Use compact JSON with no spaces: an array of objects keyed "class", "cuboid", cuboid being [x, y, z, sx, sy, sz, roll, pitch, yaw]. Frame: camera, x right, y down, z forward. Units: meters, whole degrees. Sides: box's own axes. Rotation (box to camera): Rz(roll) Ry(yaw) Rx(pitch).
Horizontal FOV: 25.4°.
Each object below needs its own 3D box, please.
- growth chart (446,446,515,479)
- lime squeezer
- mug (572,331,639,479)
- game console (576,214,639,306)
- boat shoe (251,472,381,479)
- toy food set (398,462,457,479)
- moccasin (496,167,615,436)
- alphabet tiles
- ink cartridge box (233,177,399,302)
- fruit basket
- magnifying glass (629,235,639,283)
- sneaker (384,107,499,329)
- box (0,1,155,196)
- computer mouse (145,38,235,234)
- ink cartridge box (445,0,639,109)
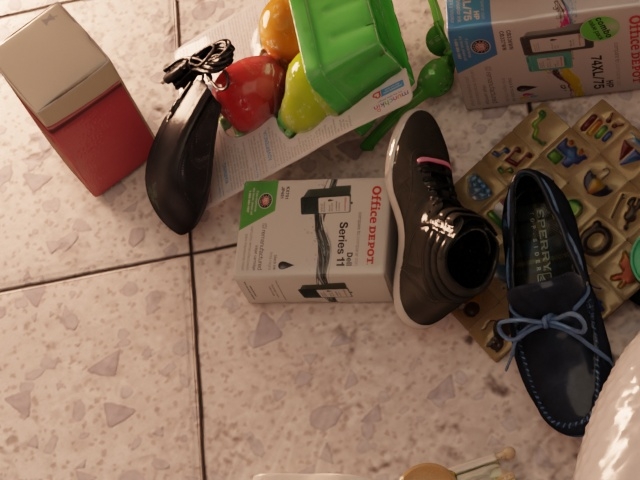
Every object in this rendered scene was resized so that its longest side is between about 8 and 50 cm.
[{"class":"growth chart","cuboid":[0.175,0.374,1.700,0.172,0.021,0.237,-15,60,7]},{"class":"lime squeezer","cuboid":[0.151,-0.261,2.040,0.110,0.059,0.310,-8,57,46]},{"class":"mug","cuboid":[0.466,0.266,1.564,0.374,0.276,0.328,21,62,-7]},{"class":"game console","cuboid":[0.552,-0.014,1.799,0.386,0.060,0.342,37,82,29]},{"class":"boat shoe","cuboid":[0.000,0.321,1.752,0.184,0.066,0.063,-1,73,13]},{"class":"toy food set","cuboid":[0.131,0.310,1.722,0.083,0.020,0.083,0,63,16]},{"class":"moccasin","cuboid":[0.270,0.073,1.751,0.138,0.117,0.342,-20,64,15]},{"class":"alphabet tiles","cuboid":[0.299,-0.015,1.848,0.342,0.011,0.285,-43,61,2]},{"class":"ink cartridge box","cuboid":[0.000,0.000,1.908,0.209,0.087,0.153,-2,63,13]},{"class":"fruit basket","cuboid":[-0.045,-0.233,2.024,0.353,0.165,0.327,-32,49,24]},{"class":"magnifying glass","cuboid":[0.495,0.034,1.739,0.231,0.026,0.092,9,80,15]},{"class":"sneaker","cuboid":[0.163,-0.042,1.815,0.105,0.147,0.295,9,72,-30]},{"class":"box","cuboid":[-0.346,-0.196,2.018,0.127,0.232,0.148,-38,60,-8]},{"class":"computer mouse","cuboid":[-0.200,-0.145,1.993,0.188,0.072,0.272,-9,72,59]},{"class":"ink cartridge box","cuboid":[0.315,-0.324,1.937,0.270,0.198,0.197,-6,60,12]}]
